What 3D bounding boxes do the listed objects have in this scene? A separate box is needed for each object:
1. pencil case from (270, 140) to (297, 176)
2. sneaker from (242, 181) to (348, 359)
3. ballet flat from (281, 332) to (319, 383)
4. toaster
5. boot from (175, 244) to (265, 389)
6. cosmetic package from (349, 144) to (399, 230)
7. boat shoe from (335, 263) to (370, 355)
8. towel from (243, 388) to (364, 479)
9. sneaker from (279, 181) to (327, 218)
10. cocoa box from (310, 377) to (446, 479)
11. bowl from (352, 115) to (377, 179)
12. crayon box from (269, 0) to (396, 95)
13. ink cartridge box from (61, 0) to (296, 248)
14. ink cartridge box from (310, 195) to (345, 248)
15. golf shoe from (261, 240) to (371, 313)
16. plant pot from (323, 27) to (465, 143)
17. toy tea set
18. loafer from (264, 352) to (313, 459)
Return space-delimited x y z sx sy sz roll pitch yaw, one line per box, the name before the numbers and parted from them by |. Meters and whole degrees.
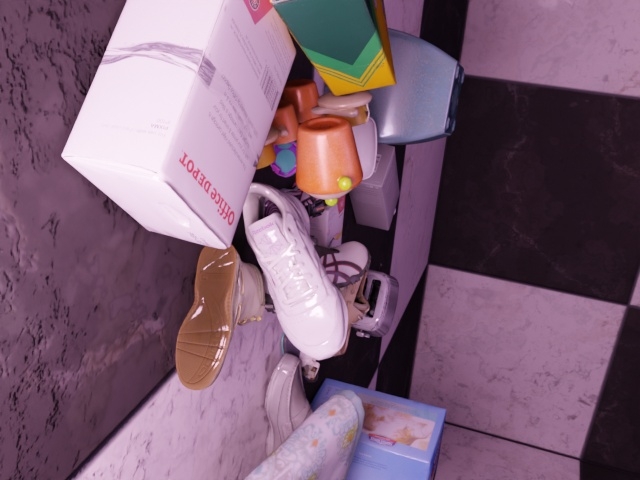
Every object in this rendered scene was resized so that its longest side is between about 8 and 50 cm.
pencil case | -0.039 -0.153 1.180 0.070 0.064 0.152 -35 179 23
sneaker | -0.057 0.044 1.040 0.152 0.114 0.305 36 27 -63
ballet flat | -0.036 0.260 1.480 0.203 0.074 0.074 81 26 -51
toaster | 0.151 0.171 1.946 0.146 0.129 0.226 32 72 -71
boot | -0.142 0.121 1.006 0.165 0.077 0.213 52 45 -71
cosmetic package | 0.141 -0.139 1.740 0.238 0.107 0.127 77 29 -61
boat shoe | 0.073 0.173 1.734 0.109 0.098 0.302 -43 141 -64
towel | -0.043 0.512 1.320 0.321 0.090 0.374 -35 140 -50
sneaker | -0.033 -0.066 1.242 0.178 0.077 0.071 -52 149 -55
cocoa box | 0.129 0.546 1.745 0.231 0.348 0.227 -47 144 -61
bowl | 0.038 -0.187 1.314 0.053 0.142 0.142 -100 -172 -58
crayon box | 0.008 -0.413 0.863 0.313 0.106 0.362 23 59 -74
ink cartridge box | -0.139 -0.160 0.740 0.207 0.117 0.282 62 42 -66
ink cartridge box | 0.000 0.000 1.417 0.115 0.067 0.198 -50 149 -58
golf shoe | -0.002 0.044 1.278 0.273 0.105 0.120 -29 115 -42
plant pot | 0.164 -0.314 1.418 0.248 0.253 0.246 -22 123 -70
toy tea set | -0.016 -0.151 1.032 0.336 0.200 0.124 -62 150 -58
loafer | -0.054 0.376 1.426 0.112 0.112 0.319 -57 154 -52
